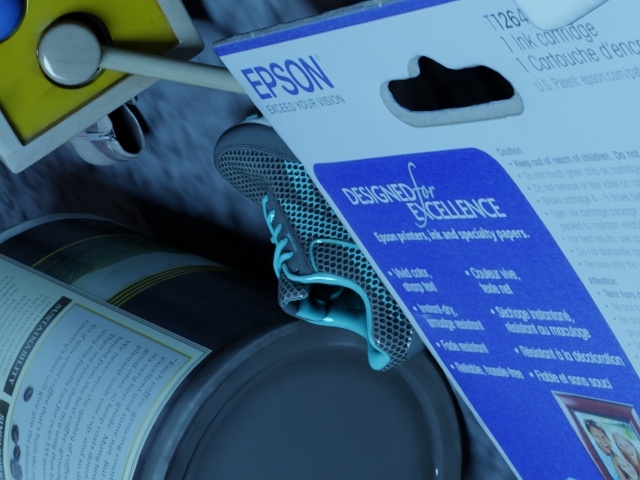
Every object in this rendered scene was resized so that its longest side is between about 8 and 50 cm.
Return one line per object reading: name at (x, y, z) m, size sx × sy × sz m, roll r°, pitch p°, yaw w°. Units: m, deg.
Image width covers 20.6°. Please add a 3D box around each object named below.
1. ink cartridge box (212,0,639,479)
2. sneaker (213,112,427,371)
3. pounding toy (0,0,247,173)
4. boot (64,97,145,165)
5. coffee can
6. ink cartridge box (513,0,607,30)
ink cartridge box at (0.126, 0.020, 0.645) m, size 0.307 × 0.072 × 0.304 m, roll 56°, pitch 158°, yaw -16°
sneaker at (0.000, 0.000, 0.826) m, size 0.166 × 0.076 × 0.065 m, roll 34°, pitch 154°, yaw 31°
pounding toy at (-0.114, -0.102, 0.821) m, size 0.100 × 0.130 × 0.141 m, roll 37°, pitch 159°, yaw 56°
boot at (-0.144, -0.094, 0.995) m, size 0.087 × 0.042 × 0.118 m, roll 12°, pitch 140°, yaw 46°
coffee can at (-0.085, 0.107, 0.994) m, size 0.275 × 0.201 × 0.201 m, roll 19°, pitch 144°, yaw 51°
ink cartridge box at (0.020, -0.262, 0.218) m, size 0.395 × 0.166 × 0.285 m, roll 50°, pitch 155°, yaw -5°
